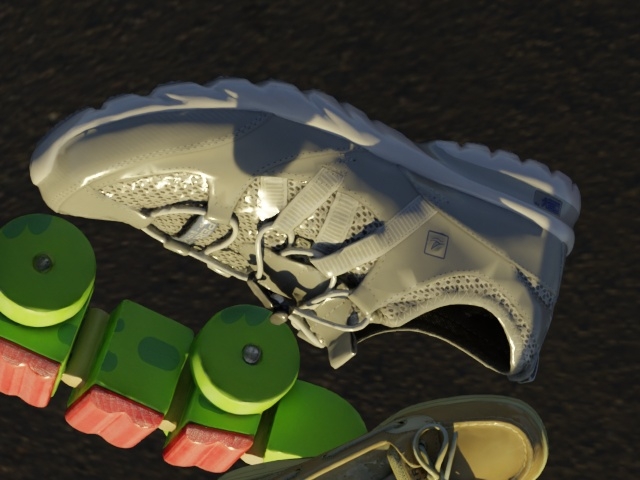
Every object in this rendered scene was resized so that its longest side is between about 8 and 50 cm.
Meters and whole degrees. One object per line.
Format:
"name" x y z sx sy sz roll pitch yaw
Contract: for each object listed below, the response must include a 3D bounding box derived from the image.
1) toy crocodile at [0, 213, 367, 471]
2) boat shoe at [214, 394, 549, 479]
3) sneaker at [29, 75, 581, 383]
"toy crocodile" -0.126 0.077 1.034 0.340 0.115 0.105 24 60 -9
"boat shoe" 0.020 0.105 0.694 0.153 0.048 0.056 -14 100 8
"sneaker" 0.000 0.000 0.803 0.281 0.105 0.115 10 71 -18
